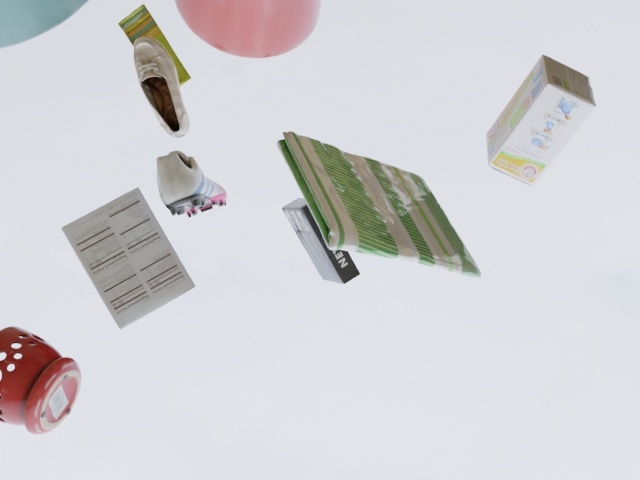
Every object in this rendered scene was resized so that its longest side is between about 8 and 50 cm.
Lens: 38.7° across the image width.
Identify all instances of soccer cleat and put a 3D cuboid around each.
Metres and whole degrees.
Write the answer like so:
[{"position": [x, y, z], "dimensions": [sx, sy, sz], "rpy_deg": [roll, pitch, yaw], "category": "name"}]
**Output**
[{"position": [-0.292, -0.134, 2.070], "dimensions": [0.116, 0.143, 0.331], "rpy_deg": [-19, 179, 3], "category": "soccer cleat"}]

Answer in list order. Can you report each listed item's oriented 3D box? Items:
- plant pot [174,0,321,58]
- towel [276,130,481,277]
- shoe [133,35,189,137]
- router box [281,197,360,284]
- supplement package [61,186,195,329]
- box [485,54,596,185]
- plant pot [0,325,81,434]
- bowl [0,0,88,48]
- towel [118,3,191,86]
[{"position": [-0.109, -0.486, 1.526], "dimensions": [0.275, 0.243, 0.274], "rpy_deg": [4, -114, -10], "category": "plant pot"}, {"position": [0.095, -0.051, 1.458], "dimensions": [0.325, 0.038, 0.247], "rpy_deg": [13, -142, -41], "category": "towel"}, {"position": [-0.325, -0.315, 1.860], "dimensions": [0.077, 0.219, 0.058], "rpy_deg": [-21, -173, 9], "category": "shoe"}, {"position": [0.000, 0.000, 1.834], "dimensions": [0.046, 0.178, 0.133], "rpy_deg": [-33, -168, -15], "category": "router box"}, {"position": [-0.446, 0.045, 2.119], "dimensions": [0.198, 0.262, 0.199], "rpy_deg": [-30, -177, -13], "category": "supplement package"}, {"position": [0.403, -0.221, 1.691], "dimensions": [0.103, 0.203, 0.114], "rpy_deg": [23, -143, -11], "category": "box"}, {"position": [-0.601, 0.292, 1.877], "dimensions": [0.174, 0.191, 0.191], "rpy_deg": [20, -135, 14], "category": "plant pot"}, {"position": [-0.495, -0.454, 1.393], "dimensions": [0.312, 0.163, 0.311], "rpy_deg": [-9, -130, 11], "category": "bowl"}, {"position": [-0.451, -0.514, 2.470], "dimensions": [0.102, 0.237, 0.021], "rpy_deg": [-30, -175, 30], "category": "towel"}]
